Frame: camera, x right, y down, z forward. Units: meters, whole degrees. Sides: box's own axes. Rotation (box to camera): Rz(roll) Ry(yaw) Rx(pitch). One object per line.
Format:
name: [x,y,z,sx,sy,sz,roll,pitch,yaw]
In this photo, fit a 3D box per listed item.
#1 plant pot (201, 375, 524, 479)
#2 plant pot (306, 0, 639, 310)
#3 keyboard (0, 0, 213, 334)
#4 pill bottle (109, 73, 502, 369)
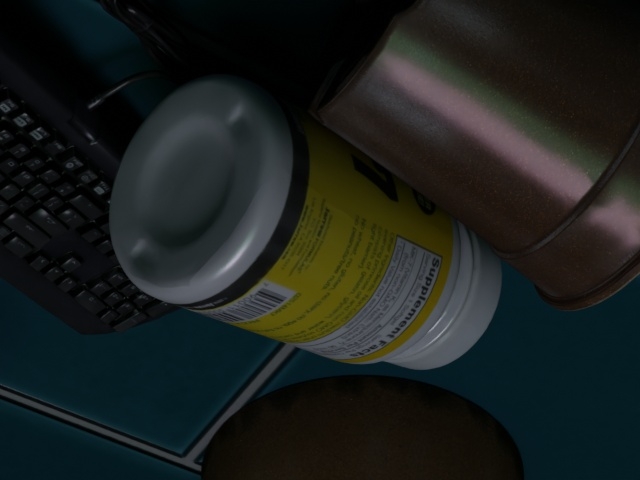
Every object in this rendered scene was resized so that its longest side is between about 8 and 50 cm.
plant pot: [0.030,0.264,0.943,0.237,0.254,0.237,0,133,0]
plant pot: [0.092,-0.076,0.698,0.165,0.167,0.167,29,128,-13]
keyboard: [-0.139,-0.058,0.759,0.201,0.033,0.317,-31,136,14]
pill bottle: [0.000,0.000,0.758,0.119,0.119,0.208,-33,144,28]
